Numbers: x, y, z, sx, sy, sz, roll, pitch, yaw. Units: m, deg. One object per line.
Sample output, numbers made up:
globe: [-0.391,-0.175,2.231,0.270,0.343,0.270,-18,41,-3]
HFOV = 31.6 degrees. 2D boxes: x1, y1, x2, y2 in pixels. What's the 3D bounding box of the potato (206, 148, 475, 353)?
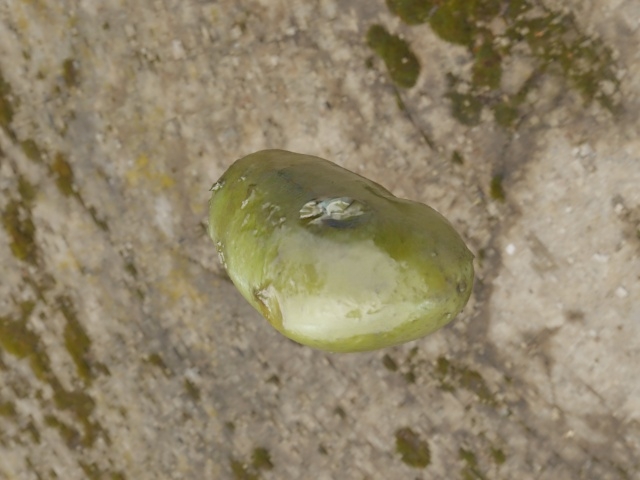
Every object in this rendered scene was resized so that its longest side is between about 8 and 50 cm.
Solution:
potato: [0.000,0.000,0.621,0.188,0.105,0.085,37,146,49]
